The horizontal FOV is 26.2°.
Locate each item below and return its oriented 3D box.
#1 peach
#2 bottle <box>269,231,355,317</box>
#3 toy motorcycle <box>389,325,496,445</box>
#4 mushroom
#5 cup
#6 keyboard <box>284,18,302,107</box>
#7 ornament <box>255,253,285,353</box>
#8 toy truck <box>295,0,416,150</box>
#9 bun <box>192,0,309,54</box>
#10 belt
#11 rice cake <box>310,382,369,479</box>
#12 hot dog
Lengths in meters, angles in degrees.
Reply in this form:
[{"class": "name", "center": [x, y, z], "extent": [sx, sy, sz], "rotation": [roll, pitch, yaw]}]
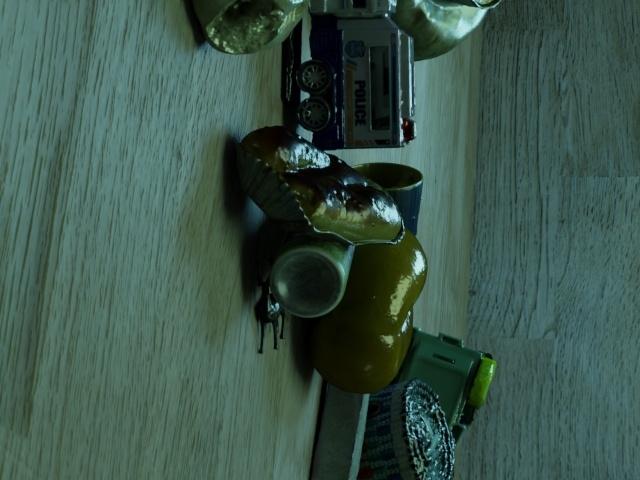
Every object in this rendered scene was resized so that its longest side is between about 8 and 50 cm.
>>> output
[{"class": "peach", "center": [0.069, 0.095, 1.947], "extent": [0.251, 0.153, 0.251], "rotation": [-170, -90, -85]}, {"class": "bottle", "center": [0.000, 0.000, 1.770], "extent": [0.330, 0.093, 0.093], "rotation": [-72, 160, -71]}, {"class": "toy motorcycle", "center": [0.187, 0.333, 2.552], "extent": [0.200, 0.191, 0.327], "rotation": [54, 57, -82]}, {"class": "mushroom", "center": [0.146, -0.436, 2.027], "extent": [0.352, 0.260, 0.352], "rotation": [-28, 128, -42]}, {"class": "cup", "center": [0.092, -0.040, 2.222], "extent": [0.176, 0.131, 0.155], "rotation": [-124, -148, -66]}, {"class": "keyboard", "center": [-0.037, -0.279, 1.849], "extent": [0.074, 0.015, 0.197], "rotation": [20, 71, -81]}, {"class": "ornament", "center": [-0.062, 0.072, 1.709], "extent": [0.073, 0.028, 0.125], "rotation": [-57, 146, -62]}, {"class": "toy truck", "center": [0.050, -0.256, 1.851], "extent": [0.124, 0.155, 0.268], "rotation": [-42, 132, -79]}, {"class": "bun", "center": [-0.065, -0.295, 1.465], "extent": [0.178, 0.127, 0.193], "rotation": [61, 33, -67]}, {"class": "belt", "center": [0.108, 0.328, 2.197], "extent": [0.295, 0.160, 0.207], "rotation": [-43, 114, -74]}, {"class": "rice cake", "center": [0.041, 0.228, 2.072], "extent": [0.056, 0.072, 0.365], "rotation": [76, 19, -57]}, {"class": "hot dog", "center": [0.005, -0.060, 1.642], "extent": [0.163, 0.082, 0.270], "rotation": [52, 21, 28]}]
